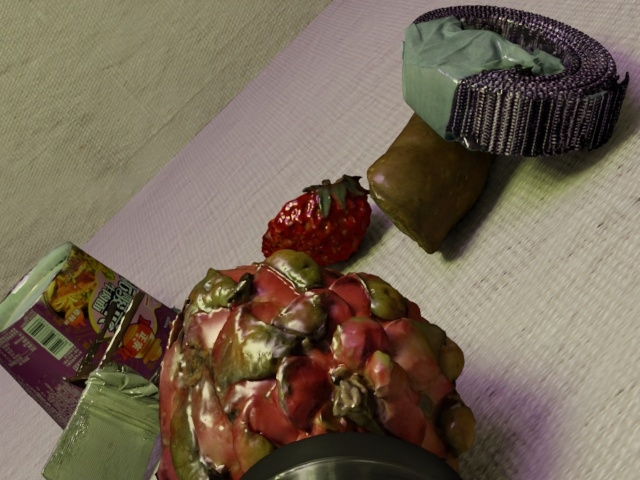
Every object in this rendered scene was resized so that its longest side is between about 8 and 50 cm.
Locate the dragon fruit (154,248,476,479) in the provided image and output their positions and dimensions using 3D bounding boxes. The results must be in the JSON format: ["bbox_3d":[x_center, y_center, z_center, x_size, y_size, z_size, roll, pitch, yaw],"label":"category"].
[{"bbox_3d":[0.023,0.164,0.866,0.262,0.296,0.315,-8,76,42],"label":"dragon fruit"}]

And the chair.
[{"bbox_3d":[-0.320,0.258,1.433,0.186,0.160,0.319,-22,43,60],"label":"chair"}]

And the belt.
[{"bbox_3d":[0.242,-0.223,1.195,0.260,0.122,0.325,-13,38,-19],"label":"belt"}]

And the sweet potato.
[{"bbox_3d":[0.176,-0.127,1.279,0.157,0.158,0.370,-18,29,48],"label":"sweet potato"}]

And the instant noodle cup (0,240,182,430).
[{"bbox_3d":[-0.466,0.179,1.711,0.339,0.266,0.340,-38,22,18],"label":"instant noodle cup"}]

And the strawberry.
[{"bbox_3d":[0.000,0.000,1.432,0.190,0.111,0.236,-26,-16,-35],"label":"strawberry"}]

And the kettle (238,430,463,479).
[{"bbox_3d":[0.006,0.352,0.632,0.321,0.228,0.324,-62,11,20],"label":"kettle"}]
